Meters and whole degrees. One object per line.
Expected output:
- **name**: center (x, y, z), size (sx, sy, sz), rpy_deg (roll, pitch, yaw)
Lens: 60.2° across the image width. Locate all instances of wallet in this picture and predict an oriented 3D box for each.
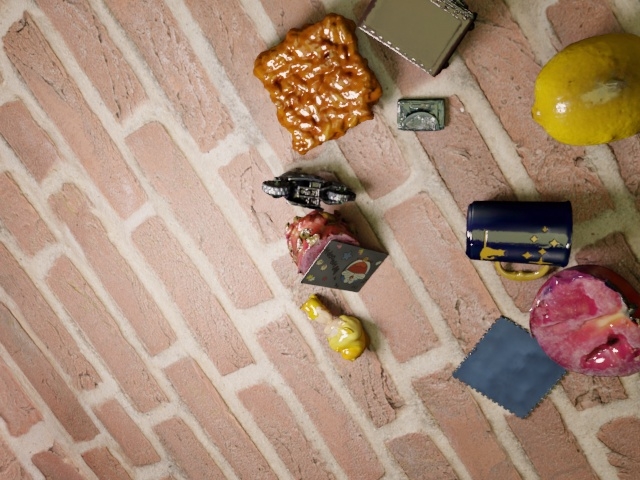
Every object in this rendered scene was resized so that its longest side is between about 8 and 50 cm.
- **wallet**: center (0.274, -0.342, 1.510), size (0.129, 0.026, 0.088), rpy_deg (3, 108, 15)

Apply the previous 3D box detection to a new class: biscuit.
- **biscuit**: center (-0.005, -0.429, 1.514), size (0.318, 0.110, 0.312), rpy_deg (-24, 98, 21)

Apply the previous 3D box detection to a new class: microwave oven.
- **microwave oven**: center (0.247, -0.548, 1.367), size (0.247, 0.178, 0.188), rpy_deg (33, 113, 2)

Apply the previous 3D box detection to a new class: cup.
- **cup**: center (0.523, 0.017, 1.484), size (0.257, 0.178, 0.254), rpy_deg (2, 107, 17)

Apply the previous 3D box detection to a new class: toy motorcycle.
- **toy motorcycle**: center (-0.034, -0.148, 1.609), size (0.271, 0.159, 0.106), rpy_deg (7, 104, -4)

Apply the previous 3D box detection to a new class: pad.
- **pad**: center (0.072, 0.083, 1.623), size (0.170, 0.246, 0.006), rpy_deg (-53, 46, 24)
- **pad**: center (0.583, 0.390, 1.680), size (0.269, 0.012, 0.269), rpy_deg (33, 113, 2)

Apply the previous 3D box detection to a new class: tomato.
- **tomato**: center (0.726, 0.197, 1.496), size (0.335, 0.176, 0.290), rpy_deg (48, 134, -4)

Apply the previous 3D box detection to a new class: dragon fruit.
- **dragon fruit**: center (0.000, 0.000, 1.609), size (0.211, 0.147, 0.282), rpy_deg (-37, 139, 5)

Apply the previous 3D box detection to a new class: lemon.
- **lemon**: center (0.646, -0.348, 1.290), size (0.284, 0.260, 0.260), rpy_deg (-35, 96, 32)

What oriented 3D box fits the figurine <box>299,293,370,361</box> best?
- **figurine**: center (0.048, 0.271, 1.727), size (0.246, 0.131, 0.156), rpy_deg (43, 148, -3)
